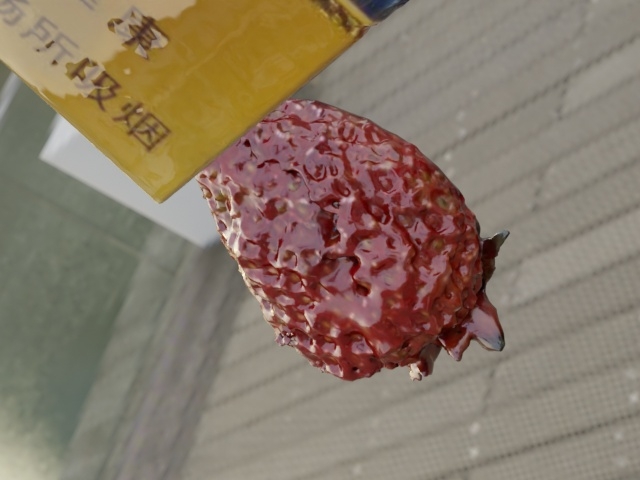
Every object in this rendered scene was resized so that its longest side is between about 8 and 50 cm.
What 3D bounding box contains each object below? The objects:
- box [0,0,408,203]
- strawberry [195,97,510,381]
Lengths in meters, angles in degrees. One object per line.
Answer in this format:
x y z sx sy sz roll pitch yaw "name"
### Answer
-0.015 -0.122 0.330 0.237 0.152 0.070 -34 17 49 "box"
0.007 -0.009 1.079 0.174 0.228 0.098 -19 26 38 "strawberry"
